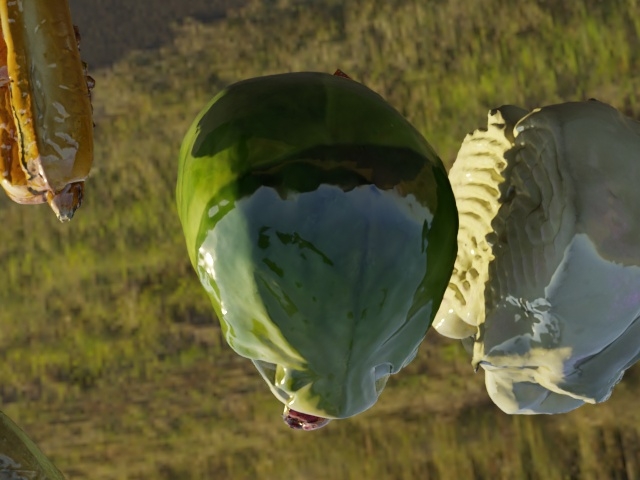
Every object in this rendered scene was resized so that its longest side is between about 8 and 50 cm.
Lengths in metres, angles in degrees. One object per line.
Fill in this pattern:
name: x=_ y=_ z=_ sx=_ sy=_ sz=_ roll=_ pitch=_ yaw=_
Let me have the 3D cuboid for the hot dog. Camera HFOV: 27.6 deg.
hot dog: x=-0.225 y=-0.135 z=1.045 sx=0.076 sy=0.249 sz=0.102 roll=-4 pitch=171 yaw=-42

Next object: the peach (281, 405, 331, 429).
peach: x=-0.001 y=0.142 z=1.255 sx=0.050 sy=0.083 sz=0.077 roll=13 pitch=157 yaw=13

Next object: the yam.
yam: x=-0.294 y=0.190 z=1.164 sx=0.068 sy=0.169 sz=0.068 roll=-46 pitch=-174 yaw=6

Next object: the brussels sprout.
brussels sprout: x=0.000 y=0.000 z=1.048 sx=0.219 sy=0.271 sz=0.210 roll=-6 pitch=-172 yaw=-13

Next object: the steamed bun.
steamed bun: x=0.221 y=0.013 z=1.147 sx=0.206 sy=0.275 sz=0.320 roll=12 pitch=-163 yaw=-19

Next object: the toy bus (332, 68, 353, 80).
toy bus: x=0.005 y=-0.124 z=1.305 sx=0.043 sy=0.031 sz=0.110 roll=37 pitch=144 yaw=-1
